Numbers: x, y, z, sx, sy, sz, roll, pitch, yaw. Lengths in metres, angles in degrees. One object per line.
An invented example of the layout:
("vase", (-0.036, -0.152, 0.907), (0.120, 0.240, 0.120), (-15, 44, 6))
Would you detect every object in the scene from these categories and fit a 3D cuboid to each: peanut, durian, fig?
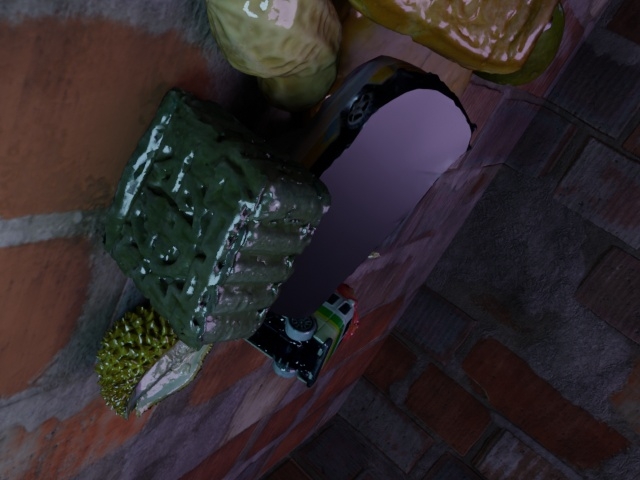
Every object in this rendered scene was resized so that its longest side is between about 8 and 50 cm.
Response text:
("peanut", (-0.048, -0.256, 0.699), (0.147, 0.147, 0.305), (-54, 164, 5))
("durian", (-0.261, 0.166, 0.927), (0.237, 0.138, 0.193), (-21, 141, -49))
("fig", (0.400, -0.473, 1.135), (0.233, 0.233, 0.314), (-37, 158, -35))

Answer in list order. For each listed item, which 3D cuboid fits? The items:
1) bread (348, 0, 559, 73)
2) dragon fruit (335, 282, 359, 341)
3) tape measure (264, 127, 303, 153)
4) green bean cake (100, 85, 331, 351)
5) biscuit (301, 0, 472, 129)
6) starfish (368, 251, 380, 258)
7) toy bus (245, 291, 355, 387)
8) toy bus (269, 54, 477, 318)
("bread", (0.165, -0.405, 0.685), (0.328, 0.148, 0.336), (16, 104, -21))
("dragon fruit", (-0.001, 0.184, 1.435), (0.205, 0.210, 0.268), (-12, 156, 6))
("tape measure", (-0.037, -0.091, 0.947), (0.236, 0.120, 0.197), (-27, 141, 3))
("green bean cake", (-0.143, -0.031, 0.691), (0.132, 0.255, 0.241), (-1, 127, -53))
("biscuit", (0.143, -0.349, 0.953), (0.429, 0.104, 0.446), (-31, 154, -21))
("starfish", (0.000, 0.000, 1.155), (0.062, 0.277, 0.235), (38, 58, -39))
("toy bus", (-0.081, 0.118, 1.040), (0.165, 0.276, 0.133), (-39, 157, -47))
("toy bus", (0.021, -0.084, 0.790), (0.171, 0.162, 0.386), (29, 114, -33))
